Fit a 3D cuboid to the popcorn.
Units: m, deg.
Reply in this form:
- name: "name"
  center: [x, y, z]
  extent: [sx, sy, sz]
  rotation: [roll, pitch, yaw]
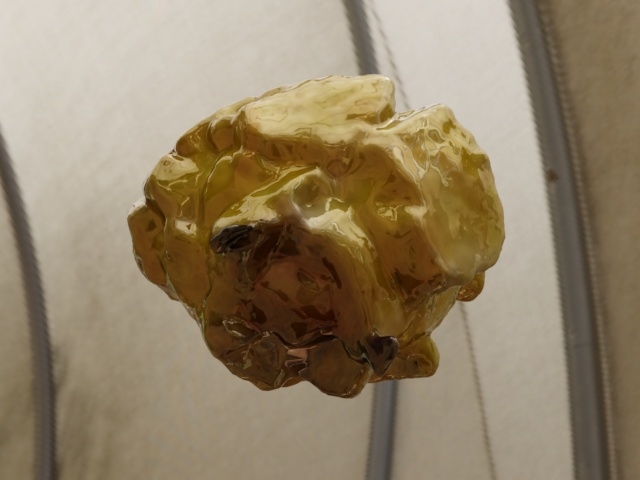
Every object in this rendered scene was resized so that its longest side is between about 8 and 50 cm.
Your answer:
- name: "popcorn"
  center: [0.000, 0.000, 0.597]
  extent: [0.167, 0.152, 0.148]
  rotation: [-12, -63, 9]
